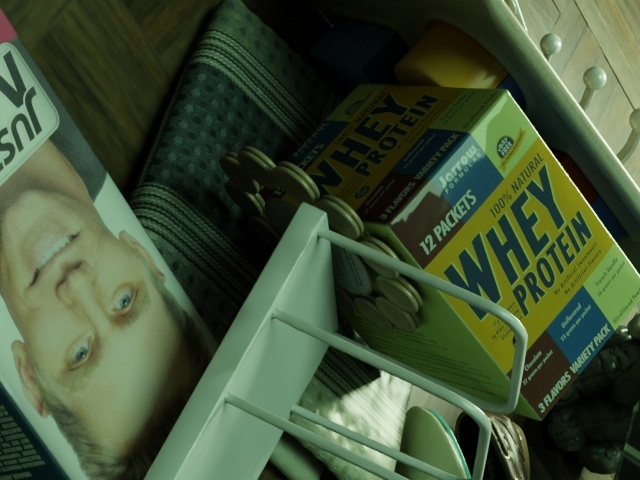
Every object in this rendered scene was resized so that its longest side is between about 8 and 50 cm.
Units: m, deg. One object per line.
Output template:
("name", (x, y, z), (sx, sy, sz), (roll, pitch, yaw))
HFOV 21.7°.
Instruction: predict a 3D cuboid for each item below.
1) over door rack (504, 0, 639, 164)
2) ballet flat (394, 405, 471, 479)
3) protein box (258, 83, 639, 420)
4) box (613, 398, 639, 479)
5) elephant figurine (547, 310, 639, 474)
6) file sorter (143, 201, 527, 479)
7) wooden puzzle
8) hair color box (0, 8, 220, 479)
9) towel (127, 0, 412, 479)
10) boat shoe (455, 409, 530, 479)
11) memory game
("over door rack", (0.191, -0.154, 1.503), (0.324, 0.108, 0.239), (53, 2, -27))
("ballet flat", (0.096, 0.263, 1.378), (0.086, 0.086, 0.248), (-26, 100, -52))
("protein box", (0.093, 0.002, 1.245), (0.136, 0.200, 0.201), (-48, 117, -17))
("box", (0.459, 0.374, 1.303), (0.297, 0.471, 0.480), (-21, 130, -43))
("elephant figurine", (0.342, 0.136, 1.587), (0.169, 0.239, 0.186), (48, 45, -31))
("file sorter", (0.005, 0.160, 1.097), (0.278, 0.173, 0.193), (-61, 166, -22))
("wooden puzzle", (0.113, -0.099, 1.363), (0.080, 0.322, 0.348), (-43, 119, -12))
("hair color box", (-0.208, 0.012, 1.049), (0.347, 0.105, 0.174), (59, 41, -21))
("towel", (-0.024, 0.013, 1.334), (0.324, 0.056, 0.312), (44, 45, -31))
("boat shoe", (0.152, 0.246, 1.445), (0.073, 0.073, 0.207), (32, 42, -57))
("memory game", (0.000, 0.000, 1.185), (0.012, 0.186, 0.186), (-48, 119, -17))
